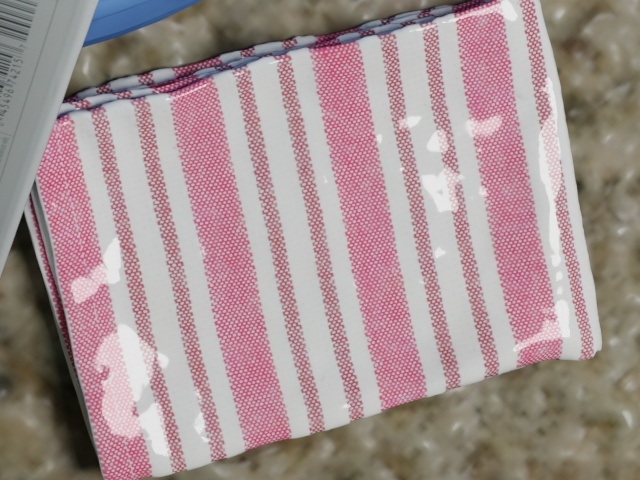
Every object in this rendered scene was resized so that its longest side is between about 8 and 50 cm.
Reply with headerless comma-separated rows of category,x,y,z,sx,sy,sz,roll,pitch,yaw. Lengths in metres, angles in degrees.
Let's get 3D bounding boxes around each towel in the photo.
towel,0.000,0.000,0.574,0.197,0.029,0.144,-15,105,-6

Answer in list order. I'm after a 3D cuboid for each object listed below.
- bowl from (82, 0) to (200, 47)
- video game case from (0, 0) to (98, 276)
bowl,-0.127,-0.243,0.475,0.391,0.077,0.391,-2,102,-9
video game case,-0.166,-0.051,0.474,0.173,0.190,0.022,16,56,-13
